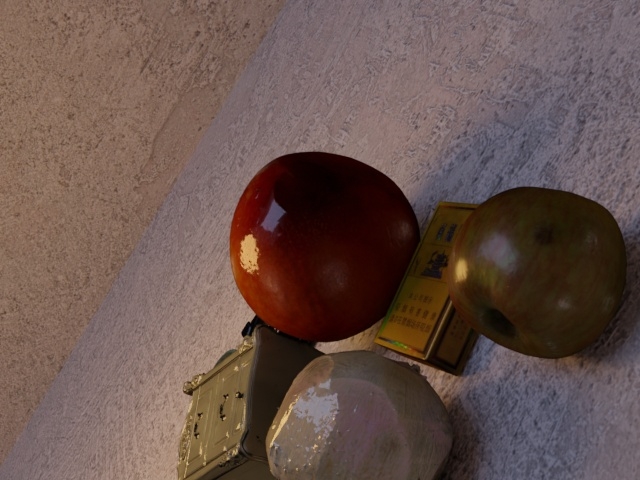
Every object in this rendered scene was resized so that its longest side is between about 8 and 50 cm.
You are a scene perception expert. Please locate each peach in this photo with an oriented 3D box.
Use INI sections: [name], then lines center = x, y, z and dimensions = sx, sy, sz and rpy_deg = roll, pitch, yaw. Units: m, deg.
[peach]
center = 0.000, 0.000, 2.040
dimensions = 0.388, 0.388, 0.388
rpy_deg = -43, 30, 33

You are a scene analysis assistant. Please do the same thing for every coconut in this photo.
[coconut]
center = 0.074, 0.309, 1.709
dimensions = 0.255, 0.297, 0.297
rpy_deg = -61, 25, 7

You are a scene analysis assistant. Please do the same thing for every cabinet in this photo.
[cabinet]
center = -0.136, 0.386, 2.102
dimensions = 0.318, 0.227, 0.290
rpy_deg = -38, 35, 41

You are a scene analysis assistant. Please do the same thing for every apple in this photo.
[apple]
center = 0.329, 0.038, 1.571
dimensions = 0.264, 0.264, 0.264
rpy_deg = -43, 30, 33

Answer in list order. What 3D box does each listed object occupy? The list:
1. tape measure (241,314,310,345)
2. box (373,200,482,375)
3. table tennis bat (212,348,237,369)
[tape measure]
center = -0.091, 0.194, 2.360
dimensions = 0.186, 0.112, 0.199
rpy_deg = -54, 27, 9
[box]
center = 0.232, 0.080, 1.896
dimensions = 0.193, 0.084, 0.302
rpy_deg = 11, 74, 64
[table tennis bat]
center = -0.249, 0.371, 2.558
dimensions = 0.149, 0.038, 0.237
rpy_deg = -36, 32, 42
